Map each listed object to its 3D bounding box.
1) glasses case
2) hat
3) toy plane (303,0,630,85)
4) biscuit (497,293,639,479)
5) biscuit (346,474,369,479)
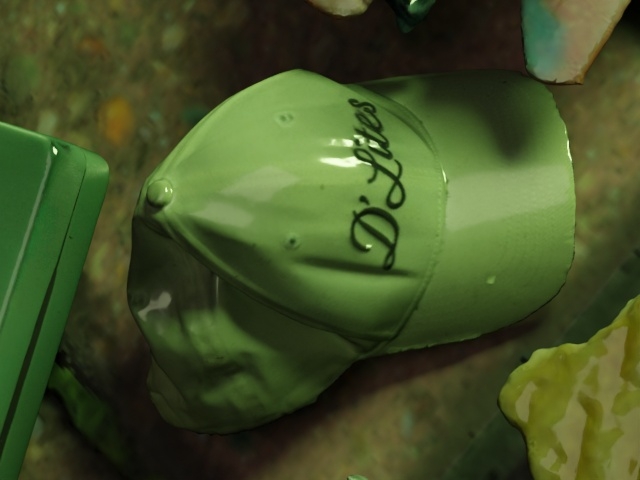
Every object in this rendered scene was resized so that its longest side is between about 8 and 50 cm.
[{"bbox_3d":[-0.146,0.043,0.695,0.078,0.039,0.184,17,89,31],"label":"glasses case"},{"bbox_3d":[0.006,0.000,0.604,0.166,0.081,0.122,-7,79,18],"label":"hat"},{"bbox_3d":[0.032,-0.208,0.611,0.223,0.104,0.326,-46,58,13],"label":"toy plane"},{"bbox_3d":[0.112,0.116,0.543,0.176,0.031,0.228,38,101,30],"label":"biscuit"},{"bbox_3d":[0.091,0.219,0.478,0.186,0.079,0.309,4,97,29],"label":"biscuit"}]
